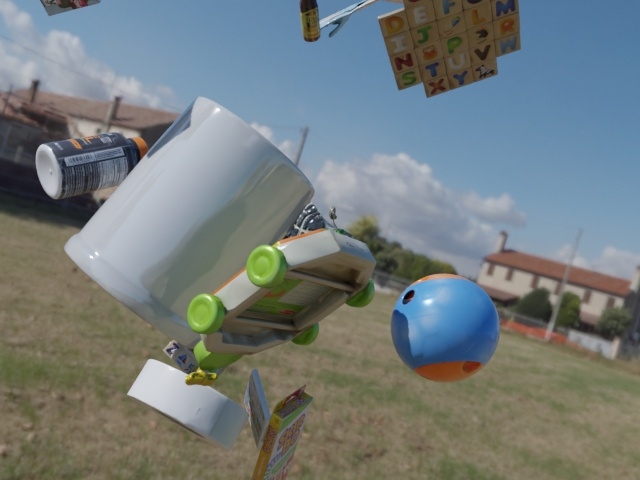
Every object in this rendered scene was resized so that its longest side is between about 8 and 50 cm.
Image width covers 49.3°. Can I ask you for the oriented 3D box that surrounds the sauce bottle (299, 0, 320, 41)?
[{"bbox_3d":[-0.025,-0.484,1.477,0.042,0.042,0.128,17,-37,23],"label":"sauce bottle"}]

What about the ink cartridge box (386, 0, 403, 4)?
[{"bbox_3d":[0.221,-0.850,2.072,0.168,0.233,0.171,11,-3,-3],"label":"ink cartridge box"}]

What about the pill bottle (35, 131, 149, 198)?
[{"bbox_3d":[-0.531,-0.185,1.657,0.245,0.131,0.130,-19,26,-41],"label":"pill bottle"}]

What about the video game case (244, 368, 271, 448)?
[{"bbox_3d":[-0.168,0.445,1.848,0.019,0.143,0.157,-4,46,-22],"label":"video game case"}]

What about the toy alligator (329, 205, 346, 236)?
[{"bbox_3d":[0.050,0.018,1.494,0.051,0.190,0.056,9,26,29],"label":"toy alligator"}]

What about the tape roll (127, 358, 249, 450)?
[{"bbox_3d":[-0.315,0.397,1.678,0.286,0.100,0.286,26,-21,11],"label":"tape roll"}]

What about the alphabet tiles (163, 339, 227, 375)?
[{"bbox_3d":[-0.301,0.231,1.761,0.237,0.198,0.009,39,-15,25],"label":"alphabet tiles"}]

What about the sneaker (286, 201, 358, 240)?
[{"bbox_3d":[0.000,0.000,1.833,0.283,0.110,0.122,40,-9,31],"label":"sneaker"}]

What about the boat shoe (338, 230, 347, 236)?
[{"bbox_3d":[0.059,0.051,1.602,0.056,0.048,0.153,7,-53,47],"label":"boat shoe"}]

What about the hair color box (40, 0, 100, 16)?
[{"bbox_3d":[-0.511,-0.642,1.364,0.113,0.375,0.185,-12,-33,5],"label":"hair color box"}]

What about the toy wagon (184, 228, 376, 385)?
[{"bbox_3d":[-0.081,0.108,1.051,0.267,0.344,0.068,20,39,-56],"label":"toy wagon"}]

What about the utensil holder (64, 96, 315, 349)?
[{"bbox_3d":[-0.245,-0.038,1.363,0.327,0.385,0.327,37,-6,4],"label":"utensil holder"}]

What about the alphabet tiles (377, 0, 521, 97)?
[{"bbox_3d":[0.280,-0.437,1.476,0.285,0.011,0.342,-17,-31,9],"label":"alphabet tiles"}]

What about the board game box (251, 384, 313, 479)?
[{"bbox_3d":[-0.087,0.443,1.521,0.039,0.260,0.124,25,22,25],"label":"board game box"}]

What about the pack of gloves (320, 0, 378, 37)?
[{"bbox_3d":[0.081,-0.618,1.935,0.232,0.046,0.195,-23,19,12],"label":"pack of gloves"}]

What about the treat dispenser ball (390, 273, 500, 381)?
[{"bbox_3d":[0.331,0.233,1.865,0.288,0.288,0.288,18,-1,0],"label":"treat dispenser ball"}]
